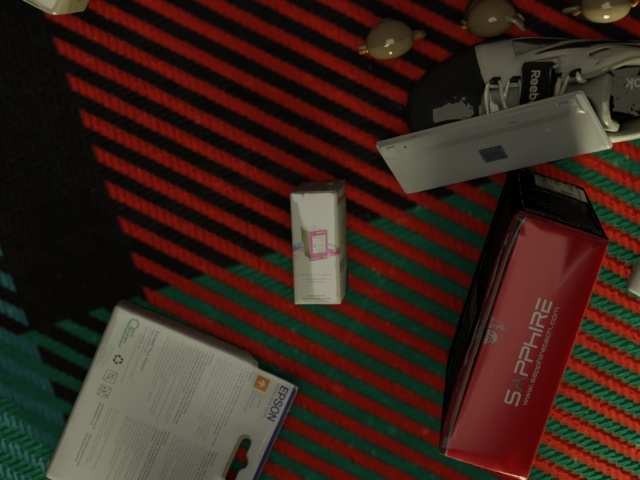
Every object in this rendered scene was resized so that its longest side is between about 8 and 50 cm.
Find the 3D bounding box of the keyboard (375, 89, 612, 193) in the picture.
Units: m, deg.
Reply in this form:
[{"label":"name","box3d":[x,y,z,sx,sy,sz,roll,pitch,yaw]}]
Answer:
[{"label":"keyboard","box3d":[0.173,-0.098,1.610,0.256,0.014,0.072,-12,129,39]}]

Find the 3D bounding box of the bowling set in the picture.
[{"label":"bowling set","box3d":[0.161,-0.292,1.580,0.287,0.154,0.200,-12,99,6]}]

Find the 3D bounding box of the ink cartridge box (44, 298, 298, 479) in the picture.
[{"label":"ink cartridge box","box3d":[-0.165,0.207,1.750,0.224,0.045,0.223,24,101,-1]}]

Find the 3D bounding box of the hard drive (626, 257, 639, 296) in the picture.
[{"label":"hard drive","box3d":[0.506,-0.046,1.608,0.233,0.047,0.353,29,103,-3]}]

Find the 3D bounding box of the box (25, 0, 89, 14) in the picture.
[{"label":"box","box3d":[-0.240,-0.395,1.602,0.121,0.148,0.311,29,103,-1]}]

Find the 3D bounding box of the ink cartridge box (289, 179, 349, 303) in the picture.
[{"label":"ink cartridge box","box3d":[0.000,0.000,1.678,0.052,0.088,0.122,0,100,8]}]

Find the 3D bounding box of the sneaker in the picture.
[{"label":"sneaker","box3d":[0.247,-0.151,1.605,0.330,0.146,0.122,-8,101,8]}]

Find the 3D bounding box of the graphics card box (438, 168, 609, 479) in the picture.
[{"label":"graphics card box","box3d":[0.193,0.065,1.531,0.094,0.371,0.233,17,100,2]}]
